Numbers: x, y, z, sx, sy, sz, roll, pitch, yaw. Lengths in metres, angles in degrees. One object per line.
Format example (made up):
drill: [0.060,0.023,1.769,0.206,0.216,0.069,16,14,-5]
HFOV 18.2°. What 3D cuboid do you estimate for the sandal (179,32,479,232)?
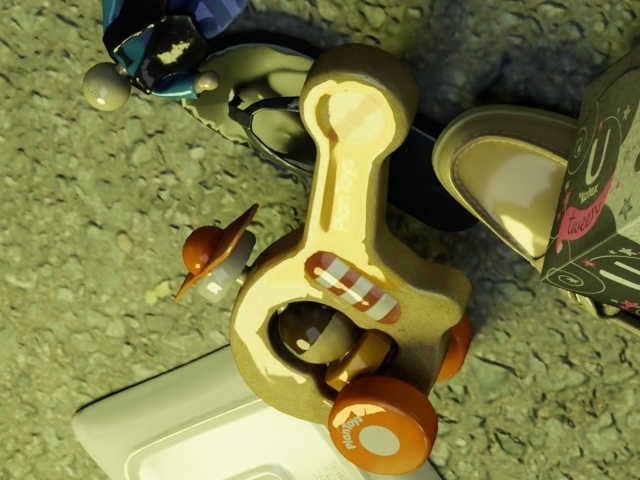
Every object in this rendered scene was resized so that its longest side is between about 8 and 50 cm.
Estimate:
sandal: [0.013,-0.081,1.506,0.254,0.054,0.097,22,125,2]

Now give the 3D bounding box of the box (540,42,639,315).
box: [0.263,-0.049,1.310,0.142,0.163,0.247,19,161,-10]

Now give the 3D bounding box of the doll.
doll: [-0.114,-0.168,1.483,0.129,0.046,0.189,48,118,9]

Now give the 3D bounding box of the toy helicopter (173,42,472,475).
toy helicopter: [0.000,0.000,1.491,0.235,0.140,0.355,15,132,10]

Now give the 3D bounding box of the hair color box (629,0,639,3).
hair color box: [0.251,-0.319,1.255,0.174,0.105,0.347,12,123,8]

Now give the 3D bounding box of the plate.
plate: [-0.042,0.219,1.720,0.278,0.045,0.277,-25,111,28]

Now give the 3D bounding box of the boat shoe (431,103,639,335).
boat shoe: [0.216,0.006,1.461,0.302,0.098,0.109,32,117,-10]
